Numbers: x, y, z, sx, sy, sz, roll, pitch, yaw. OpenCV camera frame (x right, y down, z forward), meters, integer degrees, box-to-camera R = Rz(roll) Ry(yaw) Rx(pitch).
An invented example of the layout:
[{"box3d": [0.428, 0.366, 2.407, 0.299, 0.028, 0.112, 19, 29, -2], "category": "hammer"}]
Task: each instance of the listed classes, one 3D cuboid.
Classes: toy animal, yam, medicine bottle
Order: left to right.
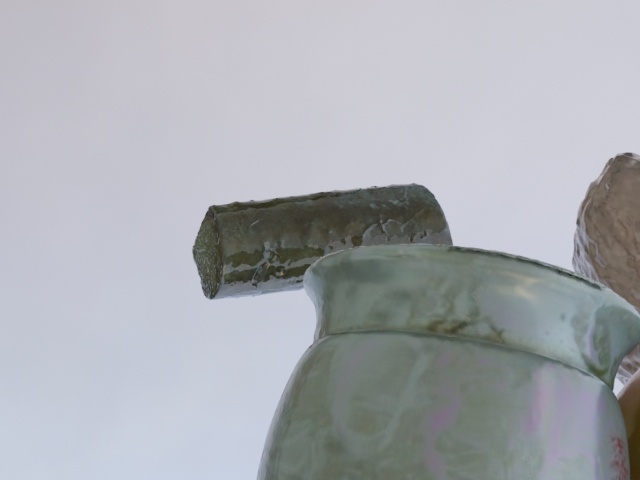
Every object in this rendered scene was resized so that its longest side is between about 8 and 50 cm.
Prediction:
[{"box3d": [0.000, 0.000, 1.019, 0.068, 0.169, 0.068, 175, -90, -70], "category": "yam"}, {"box3d": [0.052, 0.084, 0.604, 0.147, 0.147, 0.143, -5, -114, 44], "category": "medicine bottle"}, {"box3d": [0.336, 0.064, 1.318, 0.188, 0.358, 0.226, -39, -120, 20], "category": "toy animal"}]

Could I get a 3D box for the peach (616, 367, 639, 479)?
[{"box3d": [0.206, 0.113, 0.653, 0.184, 0.184, 0.184, -28, -140, 26], "category": "peach"}]
